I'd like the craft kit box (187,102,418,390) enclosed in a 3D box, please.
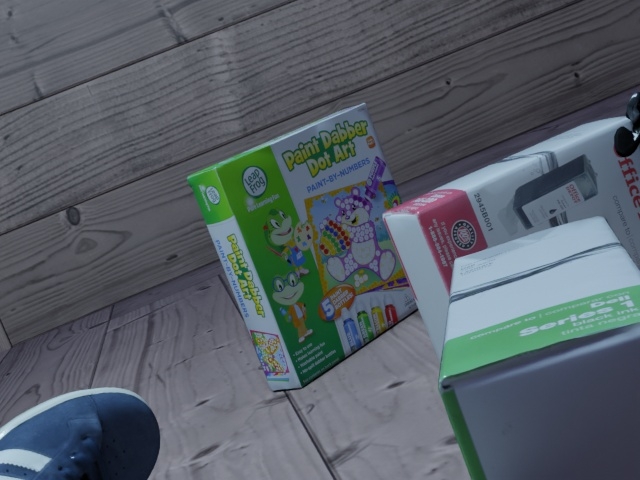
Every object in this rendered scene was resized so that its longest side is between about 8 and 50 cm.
[{"bbox_3d":[0.000,0.000,1.174,0.061,0.247,0.250,-16,10,46],"label":"craft kit box"}]

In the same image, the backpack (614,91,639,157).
[{"bbox_3d":[0.413,-0.094,0.801,0.276,0.213,0.263,-33,4,-30],"label":"backpack"}]

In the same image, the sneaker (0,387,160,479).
[{"bbox_3d":[-0.210,0.218,0.739,0.148,0.131,0.350,-7,21,40],"label":"sneaker"}]

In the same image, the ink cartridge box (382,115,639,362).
[{"bbox_3d":[0.188,0.005,0.919,0.217,0.159,0.092,-24,6,-15],"label":"ink cartridge box"}]

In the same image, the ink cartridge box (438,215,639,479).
[{"bbox_3d":[0.123,0.089,0.487,0.092,0.160,0.219,-19,8,12],"label":"ink cartridge box"}]
